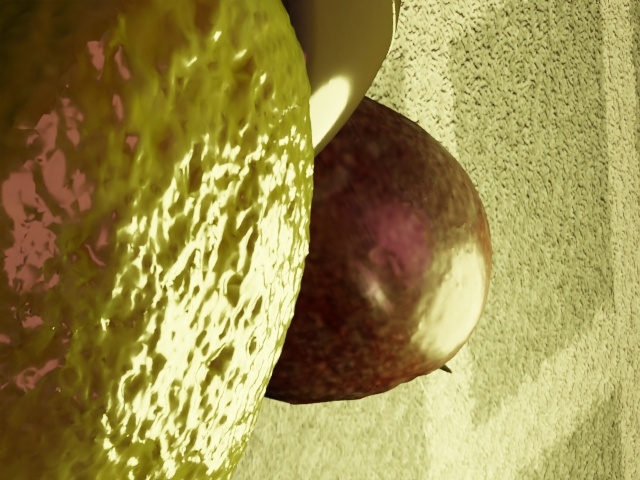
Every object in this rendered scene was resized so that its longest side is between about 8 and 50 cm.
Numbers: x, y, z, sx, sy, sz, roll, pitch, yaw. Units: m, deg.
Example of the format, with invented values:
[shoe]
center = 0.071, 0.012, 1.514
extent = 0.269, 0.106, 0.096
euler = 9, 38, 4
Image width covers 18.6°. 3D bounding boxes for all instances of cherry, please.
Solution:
[cherry]
center = 0.000, 0.000, 1.433
extent = 0.300, 0.230, 0.203
euler = 58, 29, -26

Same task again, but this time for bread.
[bread]
center = -0.183, 0.007, 0.994
extent = 0.348, 0.308, 0.348
euler = -38, 133, -55

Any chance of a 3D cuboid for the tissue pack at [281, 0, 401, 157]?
[tissue pack]
center = -0.105, -0.237, 1.161
extent = 0.277, 0.267, 0.387
euler = -67, 145, -44
